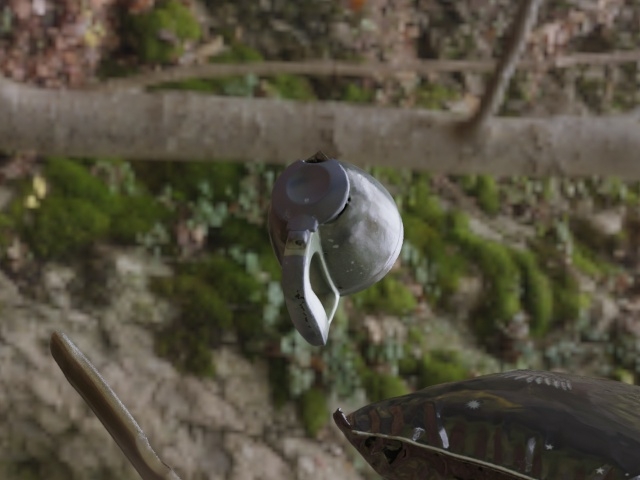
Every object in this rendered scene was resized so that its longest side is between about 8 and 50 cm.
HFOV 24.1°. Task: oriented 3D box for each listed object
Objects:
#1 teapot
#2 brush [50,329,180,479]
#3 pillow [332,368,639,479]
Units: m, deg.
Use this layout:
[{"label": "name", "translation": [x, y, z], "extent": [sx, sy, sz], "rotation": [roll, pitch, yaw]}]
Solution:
[{"label": "teapot", "translation": [-0.007, -0.006, 1.241], "extent": [0.149, 0.111, 0.108], "rotation": [-53, 148, -12]}, {"label": "brush", "translation": [-0.133, 0.201, 1.176], "extent": [0.321, 0.050, 0.060], "rotation": [48, -23, 27]}, {"label": "pillow", "translation": [0.109, 0.079, 0.546], "extent": [0.208, 0.141, 0.055], "rotation": [7, 89, -55]}]
